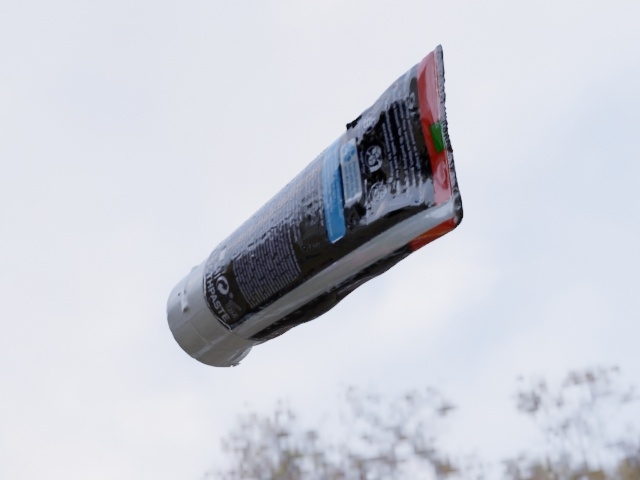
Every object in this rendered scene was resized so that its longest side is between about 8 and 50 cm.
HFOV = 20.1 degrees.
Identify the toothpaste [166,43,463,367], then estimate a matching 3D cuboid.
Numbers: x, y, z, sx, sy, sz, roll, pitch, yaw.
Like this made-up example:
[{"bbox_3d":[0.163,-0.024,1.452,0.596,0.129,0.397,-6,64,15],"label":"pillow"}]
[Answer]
[{"bbox_3d":[0.000,0.000,0.707,0.045,0.071,0.193,9,-28,-29],"label":"toothpaste"}]
